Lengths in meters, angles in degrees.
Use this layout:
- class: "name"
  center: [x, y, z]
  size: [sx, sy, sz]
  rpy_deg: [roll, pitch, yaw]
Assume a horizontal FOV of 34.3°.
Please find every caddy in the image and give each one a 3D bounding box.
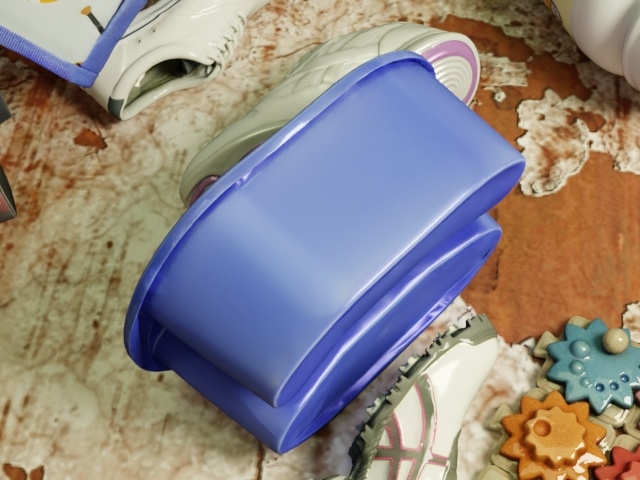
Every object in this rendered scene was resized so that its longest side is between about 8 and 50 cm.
- class: "caddy"
  center: [0.000, 0.000, 0.824]
  size: [0.179, 0.241, 0.341]
  rpy_deg: [42, 68, 18]

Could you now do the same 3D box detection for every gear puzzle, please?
- class: "gear puzzle"
  center: [0.190, 0.207, 0.791]
  size: [0.175, 0.044, 0.339]
  rpy_deg: [27, 64, 19]

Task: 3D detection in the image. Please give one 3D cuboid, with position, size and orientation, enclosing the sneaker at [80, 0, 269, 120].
- class: "sneaker"
  center: [-0.122, -0.208, 1.058]
  size: [0.258, 0.094, 0.091]
  rpy_deg: [-36, 71, -7]

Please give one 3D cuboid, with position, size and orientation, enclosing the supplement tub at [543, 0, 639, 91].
- class: "supplement tub"
  center: [0.305, -0.308, 0.996]
  size: [0.235, 0.235, 0.325]
  rpy_deg: [-22, 59, -10]

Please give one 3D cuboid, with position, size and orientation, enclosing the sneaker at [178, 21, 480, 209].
- class: "sneaker"
  center: [-0.001, -0.112, 0.989]
  size: [0.305, 0.114, 0.152]
  rpy_deg: [-30, 36, -11]

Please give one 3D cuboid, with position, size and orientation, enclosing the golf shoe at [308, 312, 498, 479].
- class: "golf shoe"
  center: [0.067, 0.181, 0.796]
  size: [0.120, 0.105, 0.273]
  rpy_deg: [37, 74, 12]

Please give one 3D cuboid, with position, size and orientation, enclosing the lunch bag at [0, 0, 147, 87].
- class: "lunch bag"
  center: [-0.290, -0.365, 0.967]
  size: [0.385, 0.239, 0.327]
  rpy_deg: [32, 96, 16]

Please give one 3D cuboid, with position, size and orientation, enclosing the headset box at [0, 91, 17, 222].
- class: "headset box"
  center: [-0.419, -0.074, 0.908]
  size: [0.293, 0.218, 0.110]
  rpy_deg: [-22, 60, -9]
